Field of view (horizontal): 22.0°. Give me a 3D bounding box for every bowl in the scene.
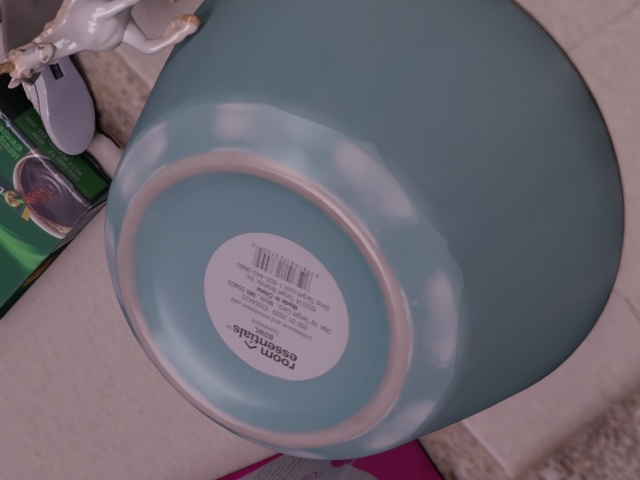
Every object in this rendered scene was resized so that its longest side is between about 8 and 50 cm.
[{"bbox_3d":[0.000,0.000,0.941,0.311,0.163,0.312,13,121,24],"label":"bowl"}]

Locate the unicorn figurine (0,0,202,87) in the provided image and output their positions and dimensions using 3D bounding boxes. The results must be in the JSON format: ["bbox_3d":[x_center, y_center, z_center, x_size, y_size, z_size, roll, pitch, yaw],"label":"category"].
[{"bbox_3d":[-0.124,-0.145,0.953,0.111,0.162,0.060,-6,142,27],"label":"unicorn figurine"}]

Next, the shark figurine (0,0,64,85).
[{"bbox_3d":[-0.243,-0.231,0.983,0.166,0.116,0.278,1,114,31],"label":"shark figurine"}]

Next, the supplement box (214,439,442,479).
[{"bbox_3d":[-0.023,0.213,1.103,0.220,0.111,0.114,-29,100,38],"label":"supplement box"}]

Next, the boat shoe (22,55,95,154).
[{"bbox_3d":[-0.178,-0.103,1.069,0.035,0.035,0.100,13,130,55],"label":"boat shoe"}]

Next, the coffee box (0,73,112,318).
[{"bbox_3d":[-0.230,-0.019,1.136,0.113,0.040,0.184,48,128,-2],"label":"coffee box"}]
